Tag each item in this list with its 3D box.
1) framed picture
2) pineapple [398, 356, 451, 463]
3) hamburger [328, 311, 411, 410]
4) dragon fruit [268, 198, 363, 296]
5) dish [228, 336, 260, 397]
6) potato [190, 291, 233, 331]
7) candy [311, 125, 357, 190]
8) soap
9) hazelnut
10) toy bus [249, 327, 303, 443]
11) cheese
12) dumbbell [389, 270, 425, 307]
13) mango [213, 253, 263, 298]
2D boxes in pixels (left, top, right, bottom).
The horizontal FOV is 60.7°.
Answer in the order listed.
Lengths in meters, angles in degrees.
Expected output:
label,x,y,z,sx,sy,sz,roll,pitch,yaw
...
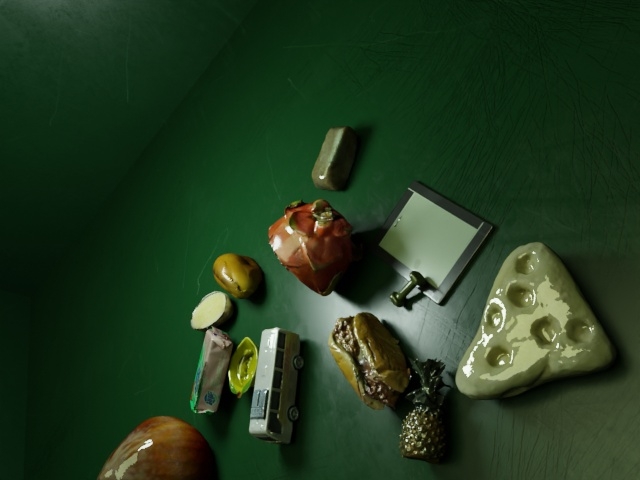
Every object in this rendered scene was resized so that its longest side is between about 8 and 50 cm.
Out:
label,x,y,z,sx,sy,sz,roll,pitch,yaw
framed picture,0.308,-0.005,1.597,0.265,0.016,0.347,-58,42,7
pineapple,0.263,0.414,1.351,0.125,0.125,0.252,-9,65,43
hamburger,0.127,0.316,1.508,0.155,0.245,0.282,-52,-1,19
dragon fruit,0.000,0.000,1.720,0.225,0.305,0.306,-42,45,11
dish,-0.240,0.441,1.878,0.148,0.080,0.208,-18,56,40
potato,-0.412,0.290,2.135,0.200,0.081,0.164,-27,44,30
candy,0.054,-0.292,1.942,0.104,0.102,0.234,10,75,48
soap,-0.387,0.461,1.953,0.218,0.097,0.274,-169,93,-76
hazelnut,-0.571,0.795,1.859,0.409,0.359,0.359,-46,43,6
toy bus,-0.136,0.453,1.720,0.097,0.138,0.343,-15,58,38
cheese,0.451,0.180,1.267,0.350,0.129,0.329,-28,54,31
dumbbell,0.245,0.138,1.547,0.118,0.046,0.052,-53,51,30
mango,-0.319,0.136,2.057,0.236,0.166,0.136,40,104,49
